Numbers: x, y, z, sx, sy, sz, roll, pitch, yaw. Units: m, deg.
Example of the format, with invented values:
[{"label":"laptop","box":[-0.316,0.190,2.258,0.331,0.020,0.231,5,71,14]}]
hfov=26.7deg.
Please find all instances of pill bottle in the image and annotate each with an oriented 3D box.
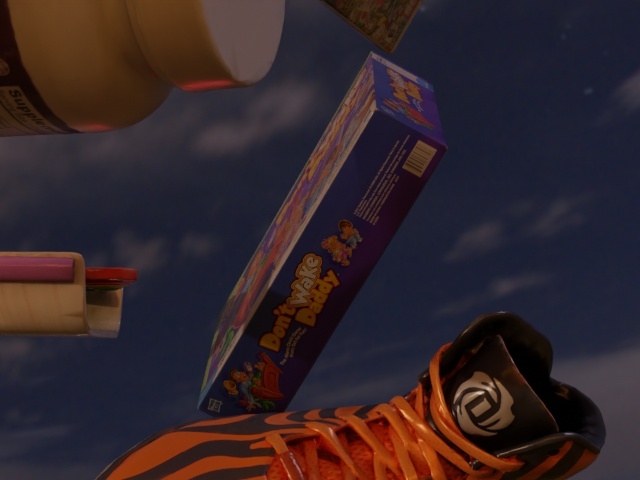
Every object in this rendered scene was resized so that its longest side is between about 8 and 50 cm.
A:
[{"label":"pill bottle","box":[-0.181,-0.145,0.789,0.301,0.169,0.169,-1,-19,21]}]

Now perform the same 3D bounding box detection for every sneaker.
[{"label":"sneaker","box":[0.030,0.112,0.752,0.321,0.125,0.180,-6,-29,-41]}]

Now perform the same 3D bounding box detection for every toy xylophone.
[{"label":"toy xylophone","box":[-0.318,0.064,1.447,0.236,0.081,0.322,1,-5,-9]}]

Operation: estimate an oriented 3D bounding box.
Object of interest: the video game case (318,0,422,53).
[{"label":"video game case","box":[0.029,-0.135,0.579,0.087,0.011,0.122,-60,-23,5]}]

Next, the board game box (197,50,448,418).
[{"label":"board game box","box":[0.000,0.000,1.356,0.078,0.233,0.347,28,-72,-9]}]
